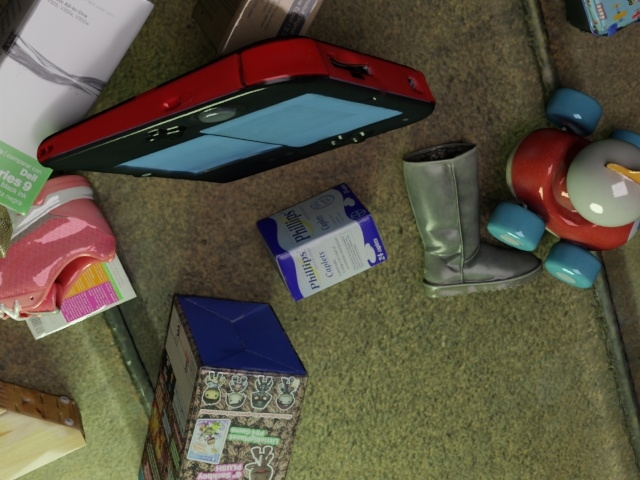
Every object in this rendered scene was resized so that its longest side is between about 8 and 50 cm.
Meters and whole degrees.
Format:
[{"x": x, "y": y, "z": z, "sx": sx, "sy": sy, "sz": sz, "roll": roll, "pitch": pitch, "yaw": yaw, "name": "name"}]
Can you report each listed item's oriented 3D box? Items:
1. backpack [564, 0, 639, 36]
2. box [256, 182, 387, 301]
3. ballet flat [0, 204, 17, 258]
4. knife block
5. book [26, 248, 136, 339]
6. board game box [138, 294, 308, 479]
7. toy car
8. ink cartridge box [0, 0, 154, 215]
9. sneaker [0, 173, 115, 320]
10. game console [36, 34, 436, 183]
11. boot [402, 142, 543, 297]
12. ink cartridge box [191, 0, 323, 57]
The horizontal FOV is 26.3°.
[{"x": 0.400, "y": -0.360, "z": 1.774, "sx": 0.173, "sy": 0.117, "sz": 0.158, "roll": -22, "pitch": 114, "yaw": -7, "name": "backpack"}, {"x": 0.000, "y": 0.000, "z": 1.800, "sx": 0.137, "sy": 0.126, "sz": 0.072, "roll": -25, "pitch": 116, "yaw": -5, "name": "box"}, {"x": -0.400, "y": -0.054, "z": 1.640, "sx": 0.067, "sy": 0.206, "sz": 0.073, "roll": -23, "pitch": 137, "yaw": -24, "name": "ballet flat"}, {"x": -0.477, "y": 0.299, "z": 1.811, "sx": 0.275, "sy": 0.088, "sz": 0.242, "roll": 18, "pitch": 106, "yaw": -21, "name": "knife block"}, {"x": -0.325, "y": 0.061, "z": 1.790, "sx": 0.144, "sy": 0.035, "sz": 0.096, "roll": -23, "pitch": 116, "yaw": -4, "name": "book"}, {"x": -0.135, "y": 0.252, "z": 1.803, "sx": 0.141, "sy": 0.232, "sz": 0.291, "roll": 7, "pitch": 109, "yaw": -17, "name": "board game box"}, {"x": 0.376, "y": -0.064, "z": 1.784, "sx": 0.210, "sy": 0.238, "sz": 0.219, "roll": 32, "pitch": 81, "yaw": -23, "name": "toy car"}, {"x": -0.324, "y": -0.203, "z": 1.590, "sx": 0.121, "sy": 0.211, "sz": 0.289, "roll": 30, "pitch": 101, "yaw": -22, "name": "ink cartridge box"}, {"x": -0.390, "y": 0.054, "z": 1.694, "sx": 0.314, "sy": 0.116, "sz": 0.136, "roll": -37, "pitch": 78, "yaw": 1, "name": "sneaker"}, {"x": -0.079, "y": -0.130, "z": 1.563, "sx": 0.342, "sy": 0.386, "sz": 0.060, "roll": -21, "pitch": 79, "yaw": 26, "name": "game console"}, {"x": 0.211, "y": -0.034, "z": 1.881, "sx": 0.189, "sy": 0.076, "sz": 0.209, "roll": -10, "pitch": 106, "yaw": -13, "name": "boot"}, {"x": -0.060, "y": -0.308, "z": 1.606, "sx": 0.088, "sy": 0.235, "sz": 0.193, "roll": 23, "pitch": 104, "yaw": -20, "name": "ink cartridge box"}]
